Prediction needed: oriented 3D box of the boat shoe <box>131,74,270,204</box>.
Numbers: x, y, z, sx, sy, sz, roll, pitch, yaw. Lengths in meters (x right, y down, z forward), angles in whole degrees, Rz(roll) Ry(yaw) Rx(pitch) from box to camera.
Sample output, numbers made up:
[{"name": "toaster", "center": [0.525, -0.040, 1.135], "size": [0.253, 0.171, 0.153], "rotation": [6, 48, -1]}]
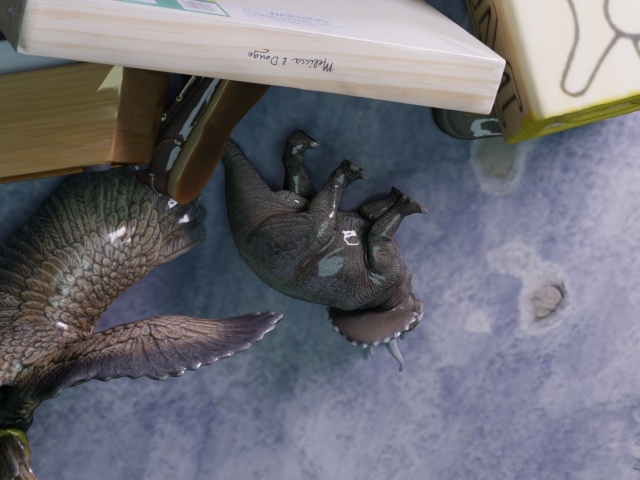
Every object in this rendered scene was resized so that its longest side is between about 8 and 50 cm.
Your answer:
[{"name": "boat shoe", "center": [-0.102, -0.136, 1.764], "size": [0.207, 0.073, 0.073], "rotation": [-55, 153, -6]}]

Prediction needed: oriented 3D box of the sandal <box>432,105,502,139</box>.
[{"name": "sandal", "center": [0.216, -0.142, 1.833], "size": [0.219, 0.060, 0.090], "rotation": [-12, 111, -5]}]

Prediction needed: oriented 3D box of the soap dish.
[{"name": "soap dish", "center": [-0.284, -0.102, 1.648], "size": [0.291, 0.229, 0.118], "rotation": [-8, 91, 5]}]

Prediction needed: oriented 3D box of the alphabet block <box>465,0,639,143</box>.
[{"name": "alphabet block", "center": [0.239, -0.210, 1.711], "size": [0.192, 0.193, 0.197], "rotation": [-14, 87, -3]}]

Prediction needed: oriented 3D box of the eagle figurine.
[{"name": "eagle figurine", "center": [-0.215, 0.084, 1.782], "size": [0.226, 0.225, 0.298], "rotation": [43, 109, -10]}]

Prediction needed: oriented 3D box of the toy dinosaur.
[{"name": "toy dinosaur", "center": [0.000, 0.000, 1.818], "size": [0.313, 0.121, 0.160], "rotation": [30, 94, -21]}]

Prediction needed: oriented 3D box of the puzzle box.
[{"name": "puzzle box", "center": [-0.084, -0.195, 1.593], "size": [0.409, 0.272, 0.052], "rotation": [6, 112, -24]}]
